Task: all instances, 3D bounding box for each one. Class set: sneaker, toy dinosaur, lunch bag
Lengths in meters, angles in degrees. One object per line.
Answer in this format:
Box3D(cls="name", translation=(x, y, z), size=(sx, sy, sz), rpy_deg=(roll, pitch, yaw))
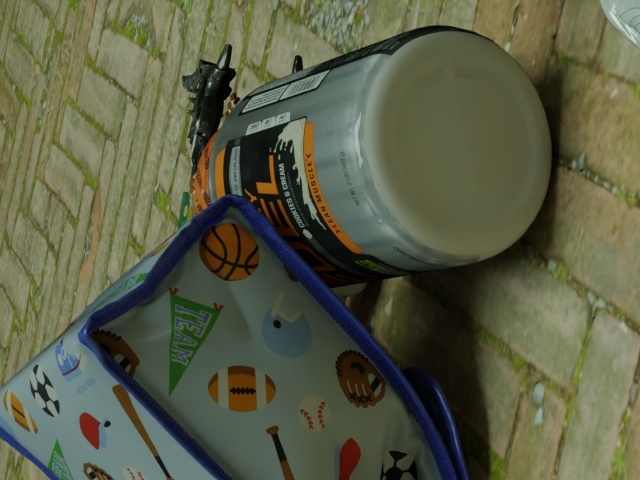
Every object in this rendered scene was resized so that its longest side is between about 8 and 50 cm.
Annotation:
Box3D(cls="sneaker", translation=(0.248, -0.155, 1.310), size=(0.061, 0.053, 0.152), rpy_deg=(-57, 36, 30))
Box3D(cls="toy dinosaur", translation=(-0.069, -0.069, 1.877), size=(0.322, 0.164, 0.218), rpy_deg=(144, 141, -62))
Box3D(cls="lunch bag", translation=(-0.056, 0.186, 1.597), size=(0.239, 0.385, 0.328), rpy_deg=(-44, 4, -27))

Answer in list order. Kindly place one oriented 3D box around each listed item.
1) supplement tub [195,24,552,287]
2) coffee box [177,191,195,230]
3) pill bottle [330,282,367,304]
Box3D(cls="supplement tub", translation=(0.032, -0.060, 1.565), size=(0.316, 0.193, 0.194), rpy_deg=(-13, 69, 58))
Box3D(cls="coffee box", translation=(-0.132, 0.001, 2.234), size=(0.184, 0.040, 0.113), rpy_deg=(-172, 90, -70))
Box3D(cls="pill bottle", translation=(0.000, 0.000, 1.797), size=(0.108, 0.108, 0.180), rpy_deg=(-156, 76, -68))
